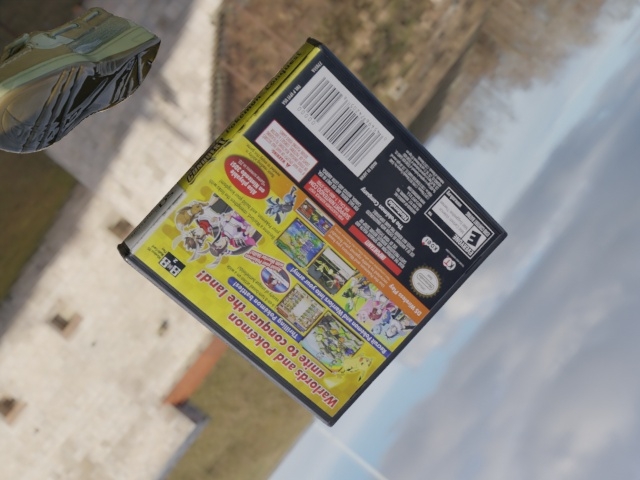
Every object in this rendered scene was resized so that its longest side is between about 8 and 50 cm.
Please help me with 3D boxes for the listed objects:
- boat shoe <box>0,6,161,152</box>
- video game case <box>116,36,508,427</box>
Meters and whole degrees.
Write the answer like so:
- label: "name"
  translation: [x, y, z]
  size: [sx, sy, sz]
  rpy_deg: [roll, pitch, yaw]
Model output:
- label: "boat shoe"
  translation: [-0.137, -0.088, 0.684]
  size: [0.056, 0.048, 0.153]
  rpy_deg: [-59, 172, 31]
- label: "video game case"
  translation: [0.000, 0.000, 1.190]
  size: [0.248, 0.275, 0.035]
  rpy_deg: [-48, -151, 0]
